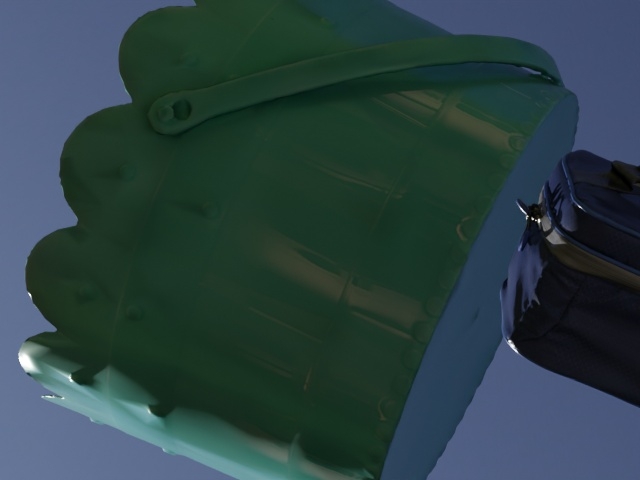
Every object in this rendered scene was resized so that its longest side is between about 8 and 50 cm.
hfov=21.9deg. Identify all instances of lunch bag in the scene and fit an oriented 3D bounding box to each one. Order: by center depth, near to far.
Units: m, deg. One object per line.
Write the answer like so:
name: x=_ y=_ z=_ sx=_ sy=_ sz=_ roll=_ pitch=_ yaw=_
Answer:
lunch bag: x=0.106 y=0.011 z=0.537 sx=0.098 sy=0.067 sz=0.065 roll=23 pitch=-69 yaw=-6

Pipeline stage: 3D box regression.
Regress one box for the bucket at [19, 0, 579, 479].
bucket: x=0.000 y=0.000 z=0.831 sx=0.183 sy=0.281 sz=0.281 roll=24 pitch=-74 yaw=13
